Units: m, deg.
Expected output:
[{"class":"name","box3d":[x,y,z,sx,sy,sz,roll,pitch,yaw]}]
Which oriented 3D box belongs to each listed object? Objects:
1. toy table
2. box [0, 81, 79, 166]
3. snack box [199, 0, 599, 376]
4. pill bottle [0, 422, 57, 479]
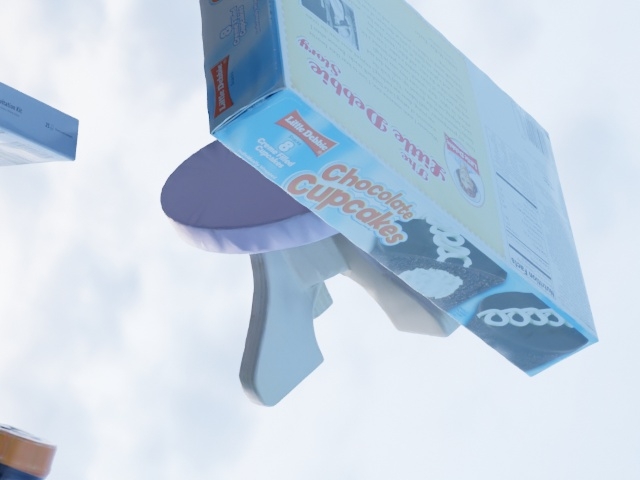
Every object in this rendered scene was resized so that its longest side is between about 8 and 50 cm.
[{"class":"toy table","box3d":[0.000,0.000,1.567,0.252,0.161,0.274,-36,-157,-16]},{"class":"box","box3d":[-0.302,-0.089,1.447,0.186,0.145,0.038,-5,-106,30]},{"class":"snack box","box3d":[0.050,-0.066,1.165,0.060,0.322,0.187,-30,-136,25]},{"class":"pill bottle","box3d":[-0.304,0.276,1.610,0.130,0.130,0.245,8,-102,62]}]
